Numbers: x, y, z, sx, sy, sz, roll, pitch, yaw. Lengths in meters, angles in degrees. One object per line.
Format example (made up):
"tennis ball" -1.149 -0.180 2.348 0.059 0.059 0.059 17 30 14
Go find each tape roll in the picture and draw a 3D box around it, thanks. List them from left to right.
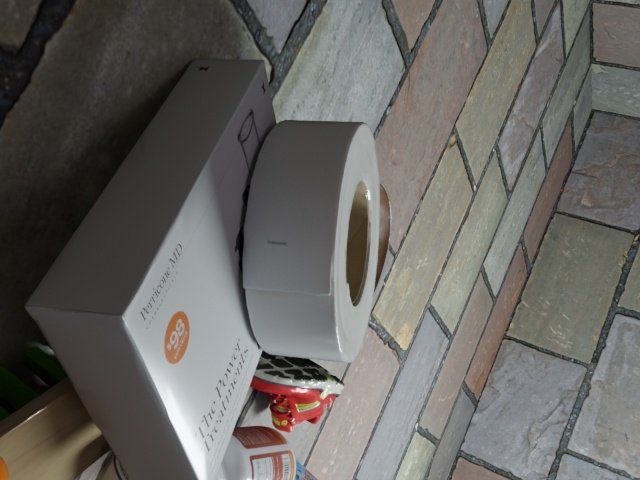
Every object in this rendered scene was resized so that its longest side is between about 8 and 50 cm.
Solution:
"tape roll" 0.000 0.000 0.863 0.286 0.100 0.286 4 90 -77

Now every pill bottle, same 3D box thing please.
"pill bottle" -0.132 0.328 1.034 0.216 0.121 0.121 25 84 -63

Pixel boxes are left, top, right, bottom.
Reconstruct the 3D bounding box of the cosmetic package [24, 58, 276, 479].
"cosmetic package" -0.127 0.027 0.769 0.377 0.097 0.284 -72 158 -43

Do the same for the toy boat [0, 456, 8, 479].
"toy boat" -0.313 0.226 0.573 0.151 0.151 0.231 -42 147 -12

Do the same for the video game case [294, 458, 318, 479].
"video game case" -0.002 0.489 1.204 0.285 0.025 0.204 47 21 -18

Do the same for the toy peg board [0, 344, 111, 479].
"toy peg board" -0.283 0.181 0.730 0.161 0.079 0.160 -35 151 -50

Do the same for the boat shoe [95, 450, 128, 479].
"boat shoe" -0.195 0.235 0.905 0.084 0.095 0.258 -36 178 20

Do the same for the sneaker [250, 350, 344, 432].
"sneaker" -0.045 0.254 1.178 0.118 0.107 0.279 -60 150 -3

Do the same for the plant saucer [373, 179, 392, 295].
"plant saucer" 0.032 0.037 1.240 0.310 0.050 0.310 -40 140 -45
